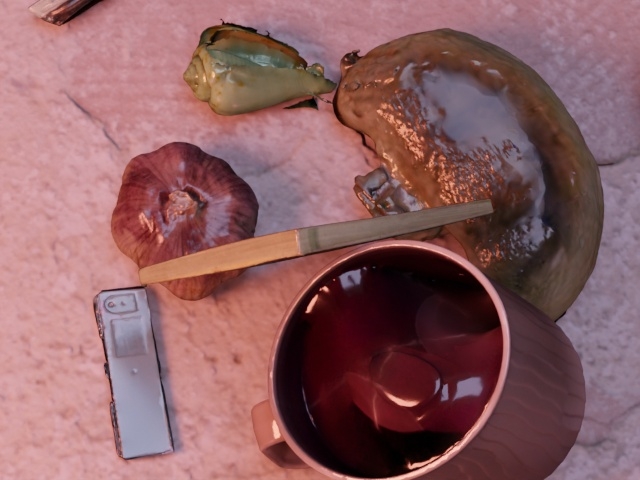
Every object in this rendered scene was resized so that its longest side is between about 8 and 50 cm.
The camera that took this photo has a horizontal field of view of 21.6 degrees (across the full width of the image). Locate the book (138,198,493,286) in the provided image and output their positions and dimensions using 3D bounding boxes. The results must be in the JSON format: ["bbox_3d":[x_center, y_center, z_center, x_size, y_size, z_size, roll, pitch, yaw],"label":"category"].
[{"bbox_3d":[0.000,0.000,1.556,0.283,0.215,0.025,-11,89,-46],"label":"book"}]

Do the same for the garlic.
[{"bbox_3d":[-0.132,-0.023,1.654,0.147,0.102,0.159,-14,73,-17],"label":"garlic"}]

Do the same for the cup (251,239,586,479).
[{"bbox_3d":[0.086,0.150,1.527,0.288,0.273,0.208,-48,63,10],"label":"cup"}]

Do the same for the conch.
[{"bbox_3d":[-0.066,-0.181,1.748,0.170,0.079,0.106,-2,75,-28],"label":"conch"}]

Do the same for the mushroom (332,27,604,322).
[{"bbox_3d":[0.160,-0.076,1.718,0.247,0.130,0.344,-22,74,-22],"label":"mushroom"}]

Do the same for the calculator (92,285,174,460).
[{"bbox_3d":[-0.183,0.128,1.631,0.057,0.018,0.172,-8,71,-13],"label":"calculator"}]

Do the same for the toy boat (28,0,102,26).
[{"bbox_3d":[-0.248,-0.277,1.750,0.140,0.059,0.066,-39,94,-20],"label":"toy boat"}]
